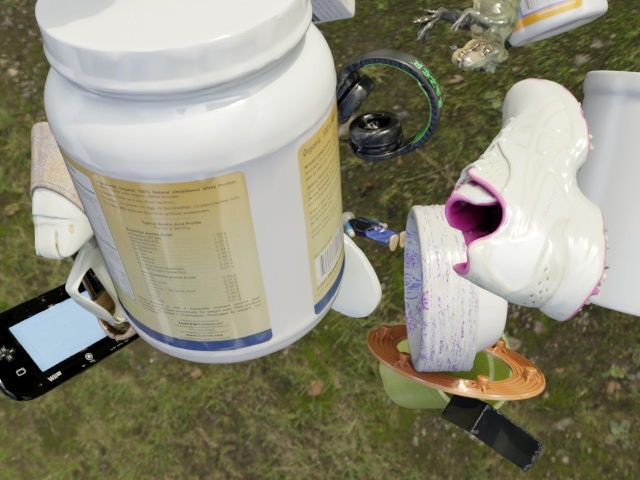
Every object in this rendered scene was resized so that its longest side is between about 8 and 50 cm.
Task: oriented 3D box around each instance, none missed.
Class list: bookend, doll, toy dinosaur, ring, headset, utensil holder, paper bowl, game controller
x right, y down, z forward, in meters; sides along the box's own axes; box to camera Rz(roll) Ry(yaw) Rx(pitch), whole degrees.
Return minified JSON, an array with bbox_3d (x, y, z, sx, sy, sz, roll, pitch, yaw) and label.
[{"bbox_3d":[0.364,0.405,1.500,0.156,0.157,0.072,36,81,-11],"label":"bookend"},{"bbox_3d":[0.124,-0.027,1.722,0.189,0.129,0.046,24,118,39],"label":"doll"},{"bbox_3d":[0.167,-0.264,0.742,0.118,0.268,0.064,9,152,31],"label":"toy dinosaur"},{"bbox_3d":[0.253,0.212,1.313,0.336,0.336,0.032,14,102,23],"label":"ring"},{"bbox_3d":[0.084,-0.270,1.594,0.394,0.185,0.243,-20,116,39],"label":"headset"},{"bbox_3d":[0.596,-0.080,1.239,0.327,0.327,0.385,14,102,23],"label":"utensil holder"},{"bbox_3d":[0.227,0.080,1.188,0.148,0.284,0.284,-1,109,2],"label":"paper bowl"},{"bbox_3d":[-0.470,0.168,1.283,0.166,0.319,0.067,41,127,13],"label":"game controller"}]

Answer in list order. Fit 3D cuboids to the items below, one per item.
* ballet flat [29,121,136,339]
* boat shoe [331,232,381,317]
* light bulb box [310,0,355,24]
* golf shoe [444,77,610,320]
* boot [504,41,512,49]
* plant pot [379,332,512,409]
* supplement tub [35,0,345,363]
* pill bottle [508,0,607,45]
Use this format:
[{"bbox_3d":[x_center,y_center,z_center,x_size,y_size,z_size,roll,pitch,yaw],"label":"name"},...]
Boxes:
[{"bbox_3d":[-0.282,0.008,0.856,0.107,0.106,0.316,7,136,29],"label":"ballet flat"},{"bbox_3d":[0.000,0.000,0.854,0.219,0.070,0.078,48,114,14],"label":"boat shoe"},{"bbox_3d":[-0.150,-0.499,1.009,0.361,0.225,0.358,-3,80,23],"label":"light bulb box"},{"bbox_3d":[0.198,-0.067,0.712,0.140,0.306,0.115,11,139,-5],"label":"golf shoe"},{"bbox_3d":[0.371,-0.557,1.462,0.229,0.091,0.263,61,148,37],"label":"boot"},{"bbox_3d":[0.288,0.313,1.742,0.276,0.276,0.254,57,142,0],"label":"plant pot"},{"bbox_3d":[-0.096,-0.070,0.604,0.228,0.228,0.316,17,138,21],"label":"supplement tub"},{"bbox_3d":[0.323,-0.449,1.059,0.152,0.152,0.272,-15,95,31],"label":"pill bottle"}]
